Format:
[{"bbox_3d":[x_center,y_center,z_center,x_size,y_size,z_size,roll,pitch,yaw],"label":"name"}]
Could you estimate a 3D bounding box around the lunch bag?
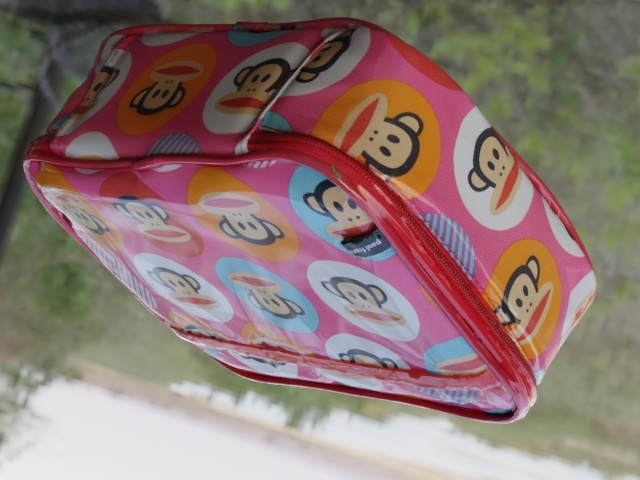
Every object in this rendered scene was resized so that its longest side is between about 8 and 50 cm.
[{"bbox_3d":[0.000,0.000,0.964,0.293,0.120,0.258,5,145,48],"label":"lunch bag"}]
